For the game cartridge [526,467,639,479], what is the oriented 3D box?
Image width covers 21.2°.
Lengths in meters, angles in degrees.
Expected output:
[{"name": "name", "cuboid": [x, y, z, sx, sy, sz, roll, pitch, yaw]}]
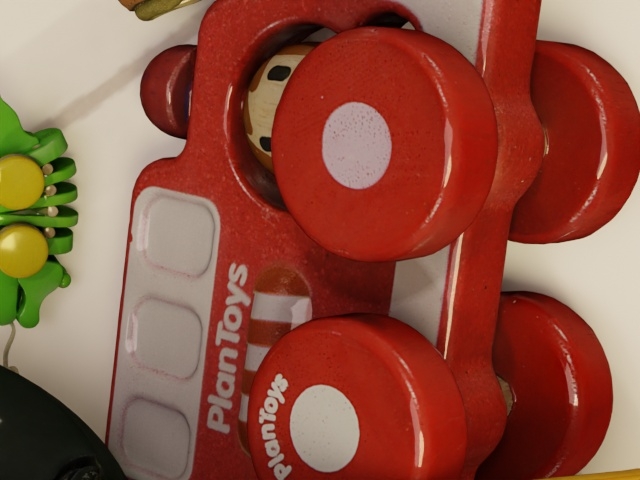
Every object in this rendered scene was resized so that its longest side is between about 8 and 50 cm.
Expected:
[{"name": "game cartridge", "cuboid": [-0.026, 0.215, 0.750, 0.324, 0.052, 0.285, -1, 132, -15]}]

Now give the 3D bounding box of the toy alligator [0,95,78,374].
[{"name": "toy alligator", "cuboid": [-0.155, 0.005, 0.921, 0.051, 0.056, 0.189, -7, 109, -20]}]

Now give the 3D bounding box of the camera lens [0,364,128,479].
[{"name": "camera lens", "cuboid": [-0.229, 0.201, 0.856, 0.219, 0.219, 0.274, 33, 112, 11]}]

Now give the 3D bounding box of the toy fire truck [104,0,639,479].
[{"name": "toy fire truck", "cuboid": [0.000, 0.000, 0.827, 0.254, 0.169, 0.302, 12, 101, 36]}]

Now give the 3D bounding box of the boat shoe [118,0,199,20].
[{"name": "boat shoe", "cuboid": [0.019, -0.204, 0.829, 0.307, 0.111, 0.104, -22, 92, 26]}]
